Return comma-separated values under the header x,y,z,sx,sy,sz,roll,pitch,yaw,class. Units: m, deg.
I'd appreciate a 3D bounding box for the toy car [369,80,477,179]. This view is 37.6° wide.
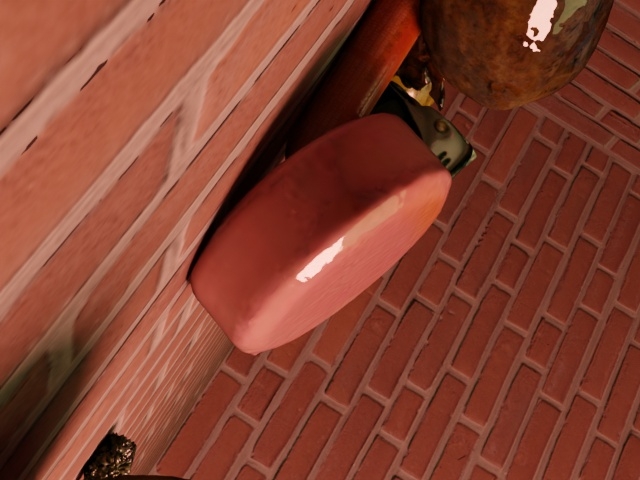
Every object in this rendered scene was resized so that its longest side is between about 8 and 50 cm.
x,y,z,sx,sy,sz,roll,pitch,yaw,class
0.062,-0.118,1.058,0.136,0.125,0.306,-39,-157,5,toy car

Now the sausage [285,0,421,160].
x,y,z,sx,sy,sz,roll,pitch,yaw,class
0.065,-0.197,0.872,0.347,0.053,0.053,-58,179,-1,sausage

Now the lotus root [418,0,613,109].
x,y,z,sx,sy,sz,roll,pitch,yaw,class
0.169,-0.231,0.787,0.160,0.152,0.275,-35,143,-21,lotus root

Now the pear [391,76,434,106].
x,y,z,sx,sy,sz,roll,pitch,yaw,class
0.123,-0.231,1.354,0.131,0.107,0.107,-54,180,12,pear

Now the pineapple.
x,y,z,sx,sy,sz,roll,pitch,yaw,class
0.140,-0.266,1.102,0.161,0.158,0.334,-11,-158,31,pineapple

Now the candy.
x,y,z,sx,sy,sz,roll,pitch,yaw,class
0.000,0.000,0.830,0.255,0.094,0.255,-38,168,-10,candy

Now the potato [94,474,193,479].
x,y,z,sx,sy,sz,roll,pitch,yaw,class
-0.141,0.309,0.459,0.385,0.319,0.442,-13,-147,26,potato

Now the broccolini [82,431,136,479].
x,y,z,sx,sy,sz,roll,pitch,yaw,class
-0.257,0.308,0.932,0.071,0.058,0.254,40,76,-46,broccolini
